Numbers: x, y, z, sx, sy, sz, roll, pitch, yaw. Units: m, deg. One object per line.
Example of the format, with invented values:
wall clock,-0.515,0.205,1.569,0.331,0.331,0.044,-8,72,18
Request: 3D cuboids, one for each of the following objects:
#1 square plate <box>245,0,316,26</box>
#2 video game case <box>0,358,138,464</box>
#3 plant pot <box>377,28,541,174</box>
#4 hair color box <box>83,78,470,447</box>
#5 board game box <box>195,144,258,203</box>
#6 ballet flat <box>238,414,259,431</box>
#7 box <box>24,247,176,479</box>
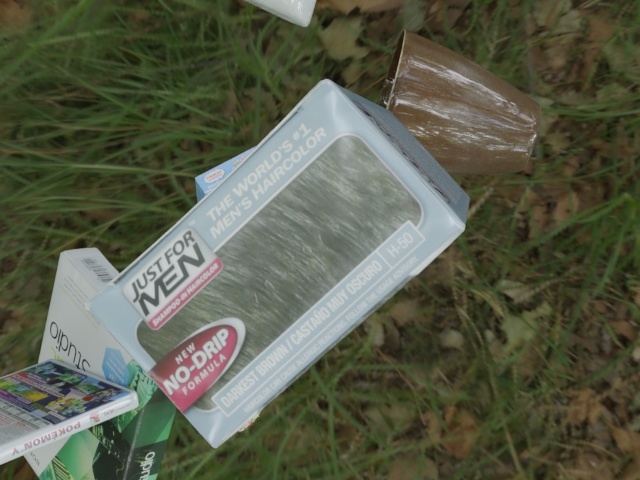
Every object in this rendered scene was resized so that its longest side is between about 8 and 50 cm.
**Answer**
square plate,-0.124,-0.556,1.644,0.347,0.049,0.344,27,116,25
video game case,-0.334,0.189,1.168,0.183,0.201,0.023,-19,108,-38
plant pot,0.206,-0.184,1.573,0.230,0.215,0.215,15,94,-3
hair color box,0.000,0.000,0.728,0.185,0.374,0.113,-43,87,10
board game box,-0.118,-0.072,1.650,0.160,0.211,0.039,-29,71,-17
ballet flat,-0.100,0.196,1.624,0.077,0.241,0.091,-32,113,24
box,-0.275,0.204,1.281,0.058,0.232,0.322,-8,125,-41
